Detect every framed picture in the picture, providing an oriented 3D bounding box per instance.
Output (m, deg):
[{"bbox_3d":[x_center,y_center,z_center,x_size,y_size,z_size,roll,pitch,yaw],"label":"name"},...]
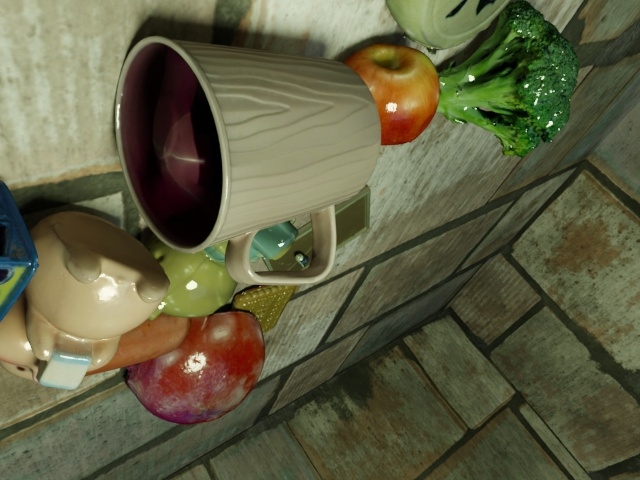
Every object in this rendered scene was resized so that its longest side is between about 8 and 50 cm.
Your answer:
[{"bbox_3d":[0.000,0.000,1.241,0.289,0.020,0.211,-34,157,-10],"label":"framed picture"}]

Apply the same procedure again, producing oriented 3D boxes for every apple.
[{"bbox_3d":[0.099,-0.217,0.789,0.163,0.163,0.139,-28,148,-22],"label":"apple"}]

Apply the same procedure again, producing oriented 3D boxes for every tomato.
[{"bbox_3d":[-0.267,0.309,1.203,0.335,0.176,0.290,3,133,-44],"label":"tomato"}]

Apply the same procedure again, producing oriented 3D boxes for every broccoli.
[{"bbox_3d":[0.314,-0.292,0.922,0.269,0.269,0.254,-35,148,-5],"label":"broccoli"}]

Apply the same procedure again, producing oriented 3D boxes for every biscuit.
[{"bbox_3d":[-0.161,0.187,1.323,0.172,0.029,0.254,-13,149,-32],"label":"biscuit"}]

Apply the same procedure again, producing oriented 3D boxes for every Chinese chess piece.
[{"bbox_3d":[0.196,-0.377,0.710,0.237,0.092,0.238,-32,158,-15],"label":"Chinese chess piece"}]

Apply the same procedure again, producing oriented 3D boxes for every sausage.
[{"bbox_3d":[-0.354,0.175,0.940,0.259,0.113,0.113,-7,143,-49],"label":"sausage"}]

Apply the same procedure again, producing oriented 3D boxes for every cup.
[{"bbox_3d":[-0.066,-0.096,0.623,0.273,0.288,0.208,-18,159,-45],"label":"cup"}]

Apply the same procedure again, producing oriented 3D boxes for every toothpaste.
[{"bbox_3d":[-0.043,0.046,1.221,0.027,0.019,0.083,-54,162,-3],"label":"toothpaste"}]

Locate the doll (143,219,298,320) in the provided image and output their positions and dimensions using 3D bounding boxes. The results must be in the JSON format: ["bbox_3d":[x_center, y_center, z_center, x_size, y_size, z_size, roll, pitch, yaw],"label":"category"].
[{"bbox_3d":[-0.173,0.013,0.819,0.260,0.161,0.177,-43,-164,11],"label":"doll"}]

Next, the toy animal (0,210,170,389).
[{"bbox_3d":[-0.322,0.088,0.674,0.195,0.213,0.256,28,108,-41],"label":"toy animal"}]

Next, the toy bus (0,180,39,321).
[{"bbox_3d":[-0.451,0.066,0.544,0.288,0.138,0.175,-46,155,20],"label":"toy bus"}]
